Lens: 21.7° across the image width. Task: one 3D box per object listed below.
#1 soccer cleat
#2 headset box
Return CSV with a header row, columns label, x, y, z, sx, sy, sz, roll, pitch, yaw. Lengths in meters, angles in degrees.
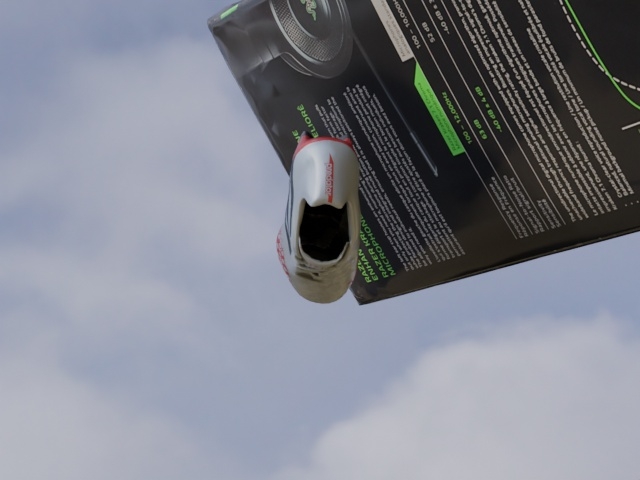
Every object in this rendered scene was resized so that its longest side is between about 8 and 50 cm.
label,x,y,z,sx,sy,sz,roll,pitch,yaw
soccer cleat,0.000,0.000,0.552,0.029,0.035,0.083,3,-39,-2
headset box,0.131,-0.103,0.604,0.246,0.131,0.283,-32,6,-30
